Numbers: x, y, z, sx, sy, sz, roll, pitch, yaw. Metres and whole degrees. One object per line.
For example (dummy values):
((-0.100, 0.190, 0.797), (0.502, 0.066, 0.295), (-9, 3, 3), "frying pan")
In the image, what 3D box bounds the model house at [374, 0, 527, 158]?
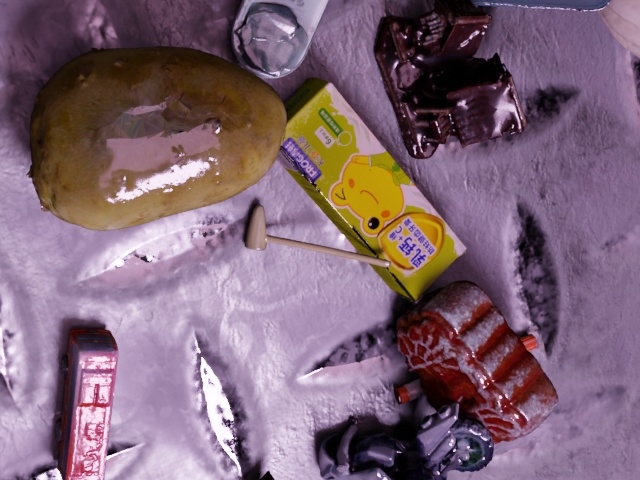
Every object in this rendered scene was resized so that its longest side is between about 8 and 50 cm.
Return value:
((0.171, -0.214, 1.321), (0.141, 0.164, 0.203), (-34, 110, -17), "model house")

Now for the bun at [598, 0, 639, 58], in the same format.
((0.453, -0.385, 1.403), (0.263, 0.175, 0.263), (-41, 145, -38), "bun")

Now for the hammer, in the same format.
((0.000, 0.000, 1.333), (0.195, 0.028, 0.060), (12, 96, 3), "hammer")

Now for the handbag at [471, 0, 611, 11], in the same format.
((0.272, -0.393, 1.321), (0.229, 0.062, 0.179), (5, 101, 9), "handbag")

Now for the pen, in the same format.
((0.218, 0.190, 1.505), (0.239, 0.028, 0.028), (-20, 109, -17), "pen")

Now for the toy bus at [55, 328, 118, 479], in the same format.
((-0.294, 0.211, 1.277), (0.065, 0.077, 0.192), (3, 102, -26), "toy bus")

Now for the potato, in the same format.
((-0.191, -0.124, 1.184), (0.307, 0.173, 0.210), (-8, 90, -15), "potato")

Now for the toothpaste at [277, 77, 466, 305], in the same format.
((0.056, -0.065, 1.355), (0.110, 0.077, 0.327), (-46, 114, -9), "toothpaste")

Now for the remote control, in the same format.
((-0.037, -0.323, 1.270), (0.104, 0.052, 0.247), (23, 93, -24), "remote control")

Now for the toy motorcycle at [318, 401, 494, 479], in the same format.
((0.104, 0.304, 1.414), (0.270, 0.106, 0.159), (-37, 106, 28), "toy motorcycle")

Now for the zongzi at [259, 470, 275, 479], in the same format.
((-0.144, 0.510, 1.347), (0.383, 0.319, 0.362), (-8, 96, -38), "zongzi")

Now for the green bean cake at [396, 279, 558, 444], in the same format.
((0.204, 0.178, 1.413), (0.097, 0.198, 0.232), (-37, 94, -28), "green bean cake")
